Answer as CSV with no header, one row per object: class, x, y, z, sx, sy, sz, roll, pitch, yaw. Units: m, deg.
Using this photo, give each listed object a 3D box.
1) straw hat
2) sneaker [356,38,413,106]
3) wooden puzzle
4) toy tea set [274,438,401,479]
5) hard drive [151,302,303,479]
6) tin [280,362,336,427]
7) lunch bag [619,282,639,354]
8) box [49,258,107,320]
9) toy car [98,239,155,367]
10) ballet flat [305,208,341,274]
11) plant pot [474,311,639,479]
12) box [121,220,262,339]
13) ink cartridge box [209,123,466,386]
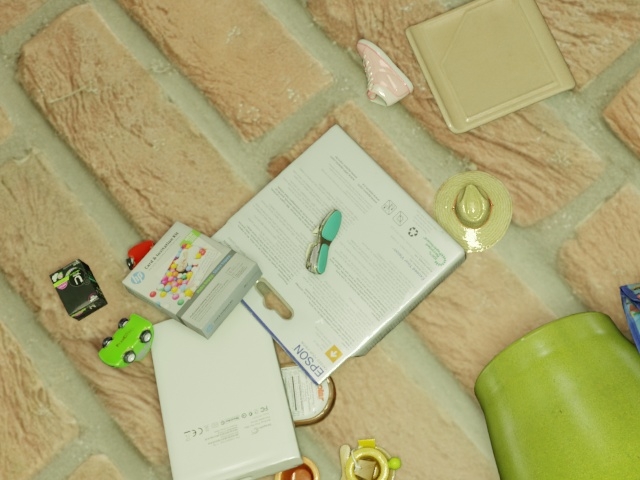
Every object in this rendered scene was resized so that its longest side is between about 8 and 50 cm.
straw hat,0.255,-0.057,1.877,0.144,0.061,0.145,-2,75,8
sneaker,0.094,-0.290,1.967,0.070,0.051,0.134,-40,78,-10
wooden puzzle,0.294,-0.316,1.956,0.238,0.044,0.221,-21,73,-3
toy tea set,-0.035,0.421,1.752,0.336,0.124,0.200,-8,74,5
hard drive,-0.159,0.246,1.814,0.203,0.040,0.308,-18,55,3
tin,-0.069,0.258,1.849,0.189,0.040,0.106,-9,78,5
lunch bag,0.554,0.120,1.564,0.220,0.293,0.138,-8,109,5
box,-0.416,0.085,1.933,0.062,0.052,0.083,-30,74,0
toy car,-0.278,0.127,1.864,0.239,0.053,0.225,25,64,32
ballet flat,0.000,0.000,1.838,0.041,0.041,0.114,15,75,11
plant pot,0.404,0.309,1.635,0.366,0.366,0.353,-27,61,0
box,-0.209,0.061,1.832,0.186,0.038,0.145,26,66,33
ink cartridge box,0.017,0.024,1.881,0.330,0.071,0.324,-42,71,-3
